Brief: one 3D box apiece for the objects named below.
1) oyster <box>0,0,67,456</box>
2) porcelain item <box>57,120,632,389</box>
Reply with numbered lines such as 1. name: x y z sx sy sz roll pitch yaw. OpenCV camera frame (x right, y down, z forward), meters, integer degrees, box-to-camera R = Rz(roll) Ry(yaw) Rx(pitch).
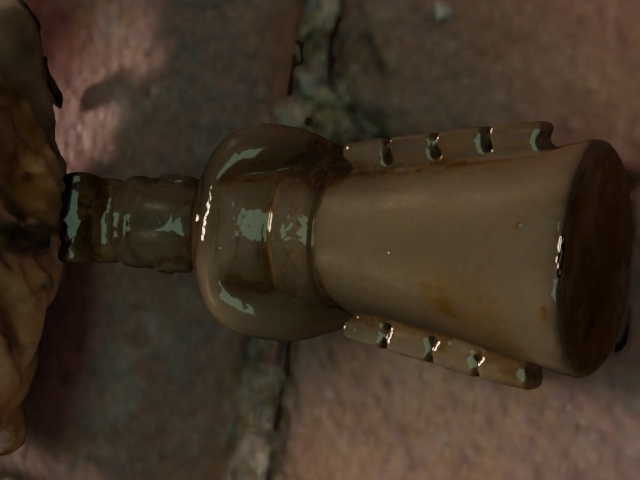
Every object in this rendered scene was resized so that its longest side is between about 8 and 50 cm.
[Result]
1. oyster: -0.241 -0.045 0.656 0.351 0.115 0.238 44 116 -6
2. porcelain item: 0.000 0.000 0.571 0.213 0.054 0.084 4 88 35
